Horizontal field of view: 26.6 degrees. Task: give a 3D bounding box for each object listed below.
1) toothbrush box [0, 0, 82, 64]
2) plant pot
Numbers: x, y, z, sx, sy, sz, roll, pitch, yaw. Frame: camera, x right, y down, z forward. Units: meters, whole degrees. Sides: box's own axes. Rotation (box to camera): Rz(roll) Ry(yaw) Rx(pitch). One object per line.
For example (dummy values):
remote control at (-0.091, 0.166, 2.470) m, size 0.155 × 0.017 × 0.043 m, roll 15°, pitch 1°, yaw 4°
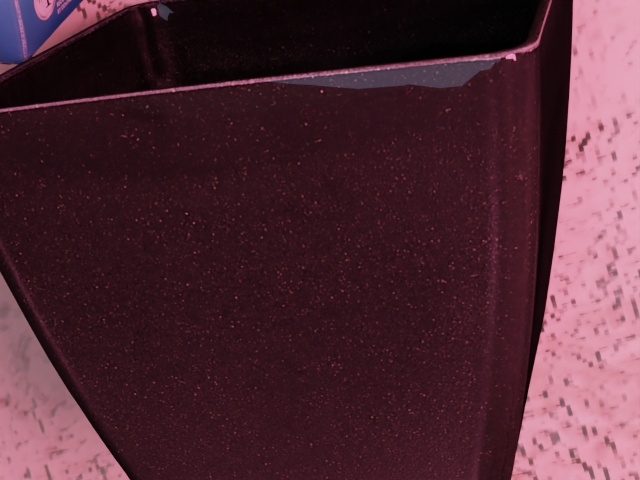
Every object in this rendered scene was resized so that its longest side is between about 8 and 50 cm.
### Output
toothbrush box at (-0.203, -0.224, 0.480) m, size 0.216 × 0.126 × 0.295 m, roll 4°, pitch 126°, yaw 15°
plant pot at (0.000, 0.000, 0.496) m, size 0.188 × 0.187 × 0.167 m, roll -4°, pitch 109°, yaw 15°
